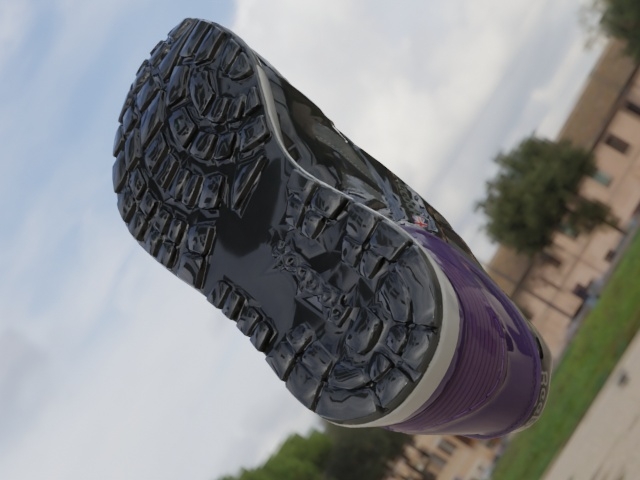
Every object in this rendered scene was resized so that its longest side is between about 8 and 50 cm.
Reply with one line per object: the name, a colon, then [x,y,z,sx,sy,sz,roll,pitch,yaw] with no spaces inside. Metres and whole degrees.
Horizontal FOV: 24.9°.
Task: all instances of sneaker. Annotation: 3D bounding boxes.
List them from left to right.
sneaker: [0.000,0.000,0.696,0.124,0.283,0.107,21,-68,-44]
